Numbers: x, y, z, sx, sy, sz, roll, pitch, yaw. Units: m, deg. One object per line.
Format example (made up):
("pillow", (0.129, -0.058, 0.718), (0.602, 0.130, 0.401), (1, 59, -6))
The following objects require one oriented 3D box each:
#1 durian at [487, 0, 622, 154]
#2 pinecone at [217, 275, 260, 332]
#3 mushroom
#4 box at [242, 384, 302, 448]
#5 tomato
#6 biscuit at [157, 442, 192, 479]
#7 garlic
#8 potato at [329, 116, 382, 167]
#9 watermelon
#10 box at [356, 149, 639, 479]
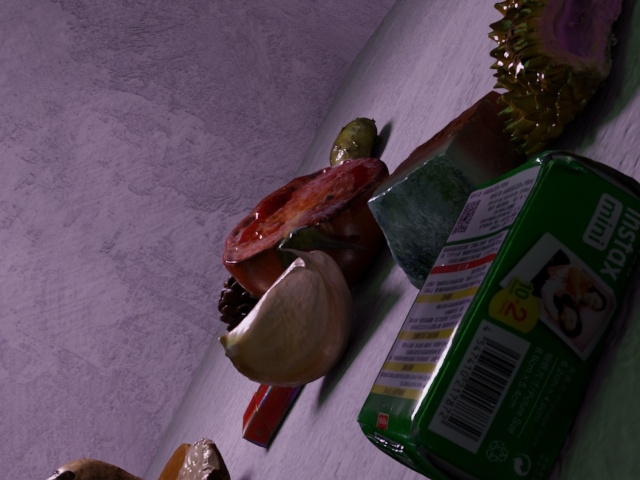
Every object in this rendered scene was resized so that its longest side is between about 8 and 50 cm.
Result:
("durian", (0.232, -0.212, 1.066), (0.191, 0.112, 0.341), (-49, 16, 49))
("pinecone", (-0.122, 0.145, 1.984), (0.163, 0.163, 0.165), (-56, 31, 36))
("mushroom", (-0.261, 0.382, 1.593), (0.208, 0.302, 0.233), (-27, 29, 7))
("box", (-0.069, 0.241, 1.640), (0.175, 0.048, 0.112), (-61, 8, 5))
("tomato", (0.002, 0.006, 1.603), (0.309, 0.170, 0.309), (-23, 18, 8))
("biscuit", (-0.331, 0.597, 2.021), (0.385, 0.062, 0.365), (-62, 10, -10))
("garlic", (-0.034, 0.111, 1.425), (0.245, 0.164, 0.145), (-56, 27, 33))
("potato", (0.077, -0.202, 2.143), (0.117, 0.090, 0.225), (-64, -2, 28))
("watermelon", (0.159, -0.078, 1.131), (0.193, 0.140, 0.257), (-41, 12, 46))
("box", (0.135, 0.064, 0.746), (0.250, 0.103, 0.180), (-61, 7, -10))
